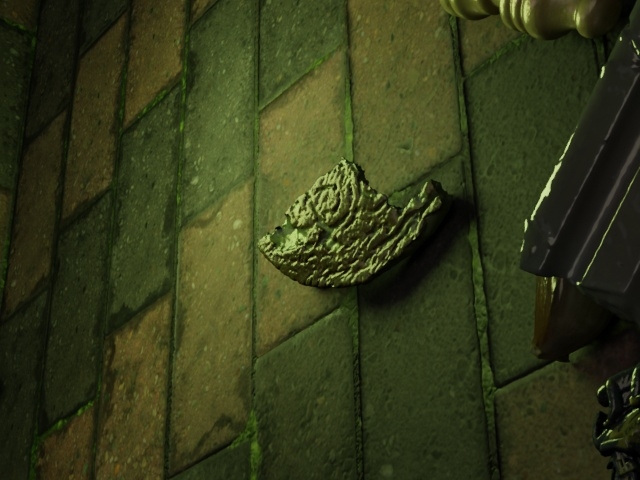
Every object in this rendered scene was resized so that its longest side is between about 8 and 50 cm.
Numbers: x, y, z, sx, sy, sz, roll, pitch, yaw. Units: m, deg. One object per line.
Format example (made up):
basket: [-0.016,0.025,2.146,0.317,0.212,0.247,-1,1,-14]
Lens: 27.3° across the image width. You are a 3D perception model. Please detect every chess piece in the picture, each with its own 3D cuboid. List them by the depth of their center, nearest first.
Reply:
chess piece: [0.287,-0.333,1.769,0.139,0.124,0.307,-37,37,-9]

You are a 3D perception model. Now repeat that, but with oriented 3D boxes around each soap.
soap: [0.428,-0.092,1.207,0.350,0.213,0.435,39,112,50]

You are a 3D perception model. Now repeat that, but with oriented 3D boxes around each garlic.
garlic: [0.289,0.035,1.561,0.128,0.090,0.198,-43,42,52]

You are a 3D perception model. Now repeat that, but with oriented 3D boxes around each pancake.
pancake: [0.041,-0.025,1.942,0.377,0.054,0.197,-4,79,42]

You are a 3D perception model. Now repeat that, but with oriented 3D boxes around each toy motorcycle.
toy motorcycle: [0.346,0.179,1.408,0.124,0.061,0.193,48,119,48]
